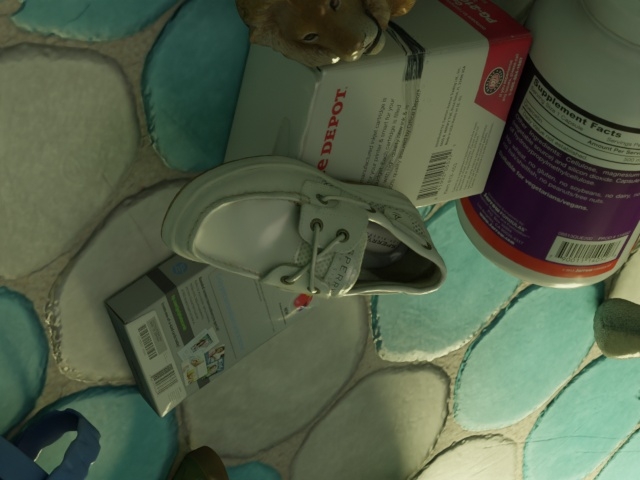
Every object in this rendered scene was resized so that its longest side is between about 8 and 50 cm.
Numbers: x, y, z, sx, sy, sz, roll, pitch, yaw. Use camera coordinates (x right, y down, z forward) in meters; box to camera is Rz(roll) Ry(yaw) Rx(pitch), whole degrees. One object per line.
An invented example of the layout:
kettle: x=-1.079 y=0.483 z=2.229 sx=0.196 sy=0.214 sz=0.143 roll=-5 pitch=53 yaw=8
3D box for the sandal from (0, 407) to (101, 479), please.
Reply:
sandal: x=-0.299 y=0.213 z=1.553 sx=0.317 sy=0.126 sz=0.138 roll=0 pitch=97 yaw=-43

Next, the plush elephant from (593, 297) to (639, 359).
plush elephant: x=0.502 y=0.013 z=2.060 sx=0.255 sy=0.330 sz=0.272 roll=-42 pitch=141 yaw=-40

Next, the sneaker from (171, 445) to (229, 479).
sneaker: x=-0.142 y=0.290 z=1.808 sx=0.086 sy=0.064 sz=0.192 roll=-25 pitch=142 yaw=-35

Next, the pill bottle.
pill bottle: x=0.248 y=-0.117 z=1.681 sx=0.181 sy=0.181 sz=0.323 roll=-20 pitch=148 yaw=-32

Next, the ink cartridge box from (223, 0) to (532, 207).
ink cartridge box: x=0.046 y=-0.112 z=1.590 sx=0.237 sy=0.100 sz=0.172 roll=-14 pitch=133 yaw=-36

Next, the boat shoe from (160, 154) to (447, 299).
boat shoe: x=0.000 y=0.000 z=1.487 sx=0.277 sy=0.096 sz=0.098 roll=3 pitch=123 yaw=-43

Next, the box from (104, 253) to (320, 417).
box: x=-0.093 y=0.057 z=1.664 sx=0.186 sy=0.038 sz=0.145 roll=-34 pitch=143 yaw=-16

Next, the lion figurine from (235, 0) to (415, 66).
lion figurine: x=0.080 y=-0.314 z=1.437 sx=0.240 sy=0.142 sz=0.392 roll=11 pitch=101 yaw=-42
